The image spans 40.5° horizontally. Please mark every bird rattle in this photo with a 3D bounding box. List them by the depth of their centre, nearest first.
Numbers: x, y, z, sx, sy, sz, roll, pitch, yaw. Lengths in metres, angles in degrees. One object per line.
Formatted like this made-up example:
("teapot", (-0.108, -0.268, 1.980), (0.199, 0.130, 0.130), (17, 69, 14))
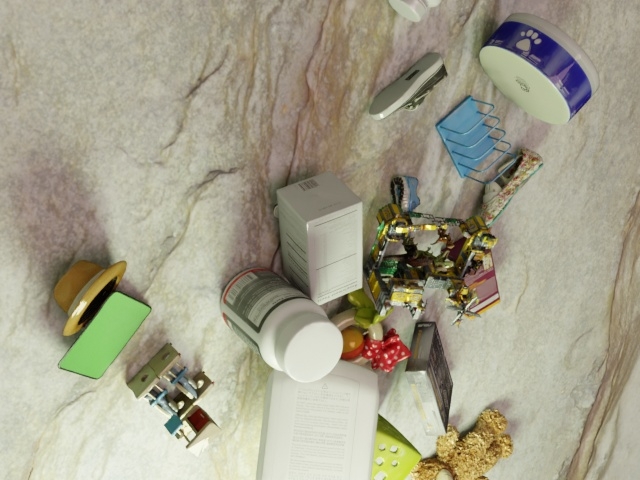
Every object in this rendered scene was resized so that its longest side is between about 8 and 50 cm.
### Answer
("bird rattle", (0.091, 0.230, 2.084), (0.207, 0.143, 0.253), (-24, 134, -10))

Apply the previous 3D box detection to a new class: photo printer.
("photo printer", (-0.004, 0.413, 1.916), (0.256, 0.107, 0.307), (6, 86, -3))

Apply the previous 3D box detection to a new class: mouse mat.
("mouse mat", (-0.429, 0.192, 1.737), (0.189, 0.007, 0.152), (-54, 154, -5))

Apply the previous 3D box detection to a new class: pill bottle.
("pill bottle", (-0.082, 0.176, 1.820), (0.161, 0.283, 0.161), (-13, 115, -28))
("pill bottle", (0.229, -0.559, 1.836), (0.108, 0.108, 0.180), (37, 87, -37))

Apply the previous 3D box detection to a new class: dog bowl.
("dog bowl", (0.495, -0.389, 1.976), (0.104, 0.265, 0.265), (-48, 126, -4))

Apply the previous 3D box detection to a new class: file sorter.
("file sorter", (0.376, -0.234, 2.062), (0.118, 0.104, 0.170), (-41, 126, -11))

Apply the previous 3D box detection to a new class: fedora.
("fedora", (-0.451, 0.093, 1.649), (0.079, 0.194, 0.194), (37, 86, 0))

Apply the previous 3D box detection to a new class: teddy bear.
("teddy bear", (0.410, 0.614, 2.419), (0.338, 0.113, 0.245), (-13, 113, -28))

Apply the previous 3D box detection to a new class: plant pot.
("plant pot", (0.066, 0.505, 2.090), (0.227, 0.228, 0.207), (-49, 121, -5))

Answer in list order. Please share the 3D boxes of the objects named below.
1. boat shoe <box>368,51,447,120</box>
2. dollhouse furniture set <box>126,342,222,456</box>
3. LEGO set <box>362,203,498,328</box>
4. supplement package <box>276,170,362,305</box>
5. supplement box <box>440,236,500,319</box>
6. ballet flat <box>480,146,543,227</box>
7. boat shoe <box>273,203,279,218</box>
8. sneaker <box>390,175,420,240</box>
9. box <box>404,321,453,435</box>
("boat shoe", (0.202, -0.327, 1.930), (0.219, 0.078, 0.070), (-41, 124, -14))
("dollhouse furniture set", (-0.288, 0.328, 1.811), (0.129, 0.184, 0.129), (-47, 126, -8))
("LEGO set", (0.258, 0.067, 1.978), (0.332, 0.192, 0.254), (14, 122, -23))
("supplement package", (0.000, 0.000, 1.860), (0.139, 0.134, 0.244), (-21, 133, -22))
("supplement box", (0.383, 0.092, 2.210), (0.104, 0.081, 0.188), (-28, 122, -20))
("ballet flat", (0.464, -0.140, 2.183), (0.077, 0.091, 0.241), (43, 78, -6))
("boat shoe", (-0.052, -0.074, 1.893), (0.125, 0.038, 0.046), (-9, 128, -30))
("sneaker", (0.209, -0.076, 2.045), (0.073, 0.063, 0.162), (-13, 115, -32))
("box", (0.279, 0.350, 2.195), (0.183, 0.056, 0.231), (-69, 146, -50))
